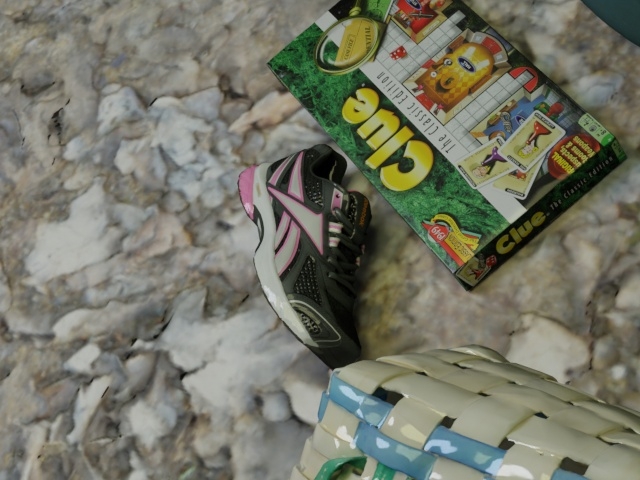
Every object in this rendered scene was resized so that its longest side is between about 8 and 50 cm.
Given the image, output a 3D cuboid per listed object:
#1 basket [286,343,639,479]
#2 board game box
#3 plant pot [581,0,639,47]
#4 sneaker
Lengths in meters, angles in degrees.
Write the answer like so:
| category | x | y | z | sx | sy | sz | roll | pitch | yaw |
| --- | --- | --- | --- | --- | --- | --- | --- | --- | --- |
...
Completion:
| category | x | y | z | sx | sy | sz | roll | pitch | yaw |
| --- | --- | --- | --- | --- | --- | --- | --- | --- | --- |
| basket | 0.073 | 0.210 | 0.713 | 0.255 | 0.201 | 0.289 | 17 | 105 | 37 |
| board game box | 0.077 | -0.092 | 0.993 | 0.136 | 0.030 | 0.259 | -42 | 50 | 3 |
| plant pot | 0.247 | -0.211 | 0.821 | 0.272 | 0.255 | 0.271 | -15 | 55 | 23 |
| sneaker | 0.000 | 0.000 | 0.948 | 0.077 | 0.072 | 0.178 | -31 | 52 | 14 |
